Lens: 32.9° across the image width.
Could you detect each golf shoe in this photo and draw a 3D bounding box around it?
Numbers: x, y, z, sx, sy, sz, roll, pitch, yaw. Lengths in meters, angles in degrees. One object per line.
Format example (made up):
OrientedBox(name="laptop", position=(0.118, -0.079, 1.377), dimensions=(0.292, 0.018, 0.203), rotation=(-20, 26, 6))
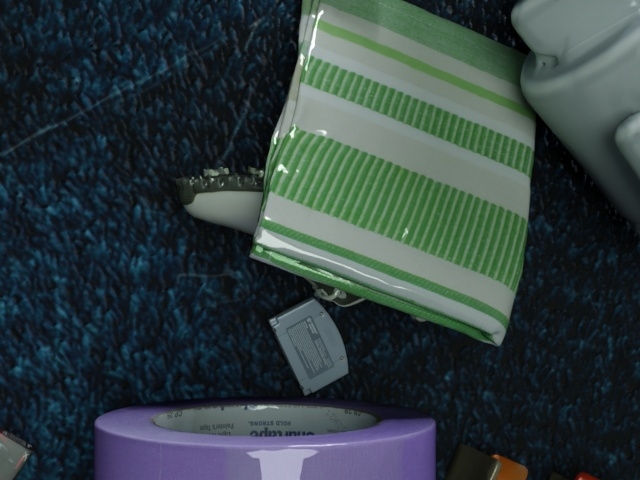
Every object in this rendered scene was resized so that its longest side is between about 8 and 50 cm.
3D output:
OrientedBox(name="golf shoe", position=(0.000, 0.000, 0.983), dimensions=(0.273, 0.105, 0.120), rotation=(10, 95, -12))

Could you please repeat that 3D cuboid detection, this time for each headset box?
OrientedBox(name="headset box", position=(-0.301, 0.186, 0.941), dimensions=(0.083, 0.032, 0.062), rotation=(35, 82, -12))

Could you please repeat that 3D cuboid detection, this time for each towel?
OrientedBox(name="towel", position=(0.075, -0.082, 0.959), dimensions=(0.248, 0.038, 0.325), rotation=(20, 54, -13))

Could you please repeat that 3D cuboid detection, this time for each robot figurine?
OrientedBox(name="robot figurine", position=(0.325, -0.124, 0.996), dimensions=(0.353, 0.200, 0.300), rotation=(46, 41, -18))

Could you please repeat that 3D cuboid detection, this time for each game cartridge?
OrientedBox(name="game cartridge", position=(-0.008, 0.097, 1.013), dimensions=(0.056, 0.017, 0.083), rotation=(-26, 106, -8))

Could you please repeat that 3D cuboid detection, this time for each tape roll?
OrientedBox(name="tape roll", position=(-0.044, 0.186, 0.877), dimensions=(0.275, 0.275, 0.090), rotation=(1, 89, -13))

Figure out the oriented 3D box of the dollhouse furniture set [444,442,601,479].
OrientedBox(name="dollhouse furniture set", position=(0.223, 0.348, 1.008), dimensions=(0.262, 0.135, 0.259), rotation=(25, 83, -12))
